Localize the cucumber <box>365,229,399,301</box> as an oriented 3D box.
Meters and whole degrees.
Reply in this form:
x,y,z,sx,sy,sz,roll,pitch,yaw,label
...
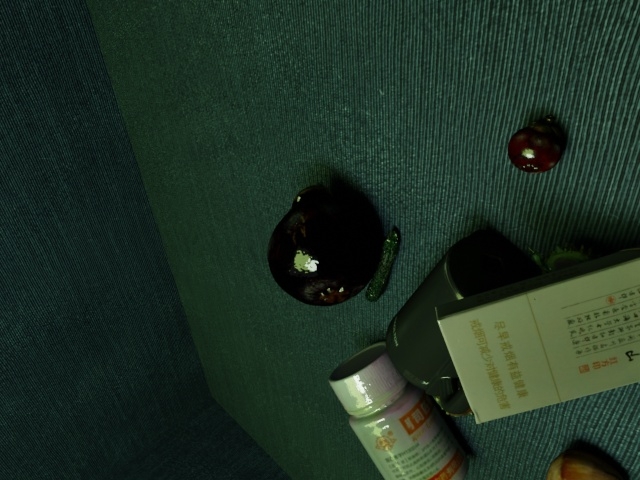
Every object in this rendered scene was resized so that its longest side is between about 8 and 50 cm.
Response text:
x,y,z,sx,sy,sz,roll,pitch,yaw,label
0.150,0.066,1.414,0.044,0.043,0.257,38,145,21,cucumber

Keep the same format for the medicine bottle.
x,y,z,sx,sy,sz,roll,pitch,yaw,label
0.202,0.476,1.565,0.388,0.219,0.219,58,151,-1,medicine bottle

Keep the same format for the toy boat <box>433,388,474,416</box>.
x,y,z,sx,sy,sz,roll,pitch,yaw,label
0.274,0.280,1.390,0.293,0.108,0.099,58,-177,8,toy boat

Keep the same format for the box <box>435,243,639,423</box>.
x,y,z,sx,sy,sz,roll,pitch,yaw,label
0.379,0.139,0.891,0.051,0.365,0.205,-75,-36,-68,box

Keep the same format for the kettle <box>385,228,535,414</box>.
x,y,z,sx,sy,sz,roll,pitch,yaw,label
0.253,0.164,1.142,0.203,0.262,0.308,34,144,10,kettle

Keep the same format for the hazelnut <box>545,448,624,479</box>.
x,y,z,sx,sy,sz,roll,pitch,yaw,label
0.527,0.500,1.190,0.150,0.150,0.150,37,145,31,hazelnut

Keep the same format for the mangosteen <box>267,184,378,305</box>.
x,y,z,sx,sy,sz,roll,pitch,yaw,label
0.000,0.000,1.398,0.275,0.275,0.302,109,155,-55,mangosteen

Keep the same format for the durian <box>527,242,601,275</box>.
x,y,z,sx,sy,sz,roll,pitch,yaw,label
0.426,0.093,0.983,0.137,0.095,0.221,-11,112,21,durian

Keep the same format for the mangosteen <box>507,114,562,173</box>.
x,y,z,sx,sy,sz,roll,pitch,yaw,label
0.329,-0.142,0.914,0.081,0.081,0.081,37,145,31,mangosteen
